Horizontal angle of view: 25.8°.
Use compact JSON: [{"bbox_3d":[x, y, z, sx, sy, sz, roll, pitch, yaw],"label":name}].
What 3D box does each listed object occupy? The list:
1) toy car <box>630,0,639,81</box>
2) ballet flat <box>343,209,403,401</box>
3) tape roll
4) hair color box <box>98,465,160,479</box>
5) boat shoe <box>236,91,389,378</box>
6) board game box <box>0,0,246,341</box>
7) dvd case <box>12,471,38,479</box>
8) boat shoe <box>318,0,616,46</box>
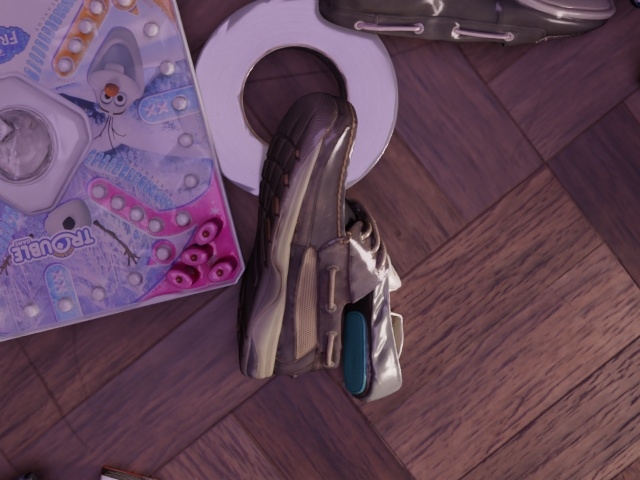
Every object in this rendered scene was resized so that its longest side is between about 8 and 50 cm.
[{"bbox_3d":[0.403,-0.217,1.421,0.053,0.225,0.239,-43,127,-20],"label":"toy car"},{"bbox_3d":[0.057,0.068,1.522,0.068,0.072,0.213,-6,97,-32],"label":"ballet flat"},{"bbox_3d":[-0.030,-0.150,1.484,0.219,0.072,0.219,0,95,-4],"label":"tape roll"},{"bbox_3d":[-0.223,0.325,1.520,0.072,0.043,0.141,16,94,-6],"label":"hair color box"},{"bbox_3d":[0.000,0.000,1.419,0.130,0.132,0.355,5,133,-11],"label":"boat shoe"},{"bbox_3d":[-0.312,-0.098,1.436,0.389,0.050,0.390,-14,95,7],"label":"board game box"},{"bbox_3d":[-0.378,0.377,1.497,0.253,0.022,0.180,-25,96,8],"label":"dvd case"},{"bbox_3d":[0.152,-0.256,1.467,0.335,0.112,0.095,5,138,-27],"label":"boat shoe"}]
